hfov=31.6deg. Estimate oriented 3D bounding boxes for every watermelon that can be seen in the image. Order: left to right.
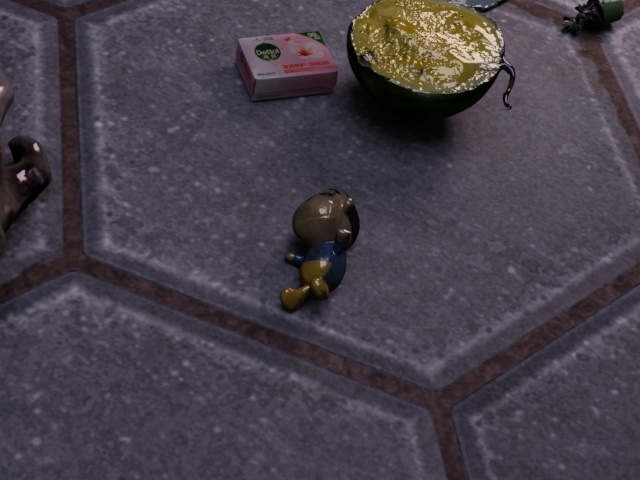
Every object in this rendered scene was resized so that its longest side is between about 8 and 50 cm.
[{"bbox_3d":[0.147,-0.239,1.558,0.232,0.127,0.204,12,49,0],"label":"watermelon"}]

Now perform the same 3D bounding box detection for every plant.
[{"bbox_3d":[0.421,-0.354,1.764,0.102,0.051,0.051,-17,56,-17],"label":"plant"}]

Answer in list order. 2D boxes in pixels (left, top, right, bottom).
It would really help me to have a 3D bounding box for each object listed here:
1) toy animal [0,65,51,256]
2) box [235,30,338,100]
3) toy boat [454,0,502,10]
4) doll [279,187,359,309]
[{"bbox_3d":[-0.491,-0.069,1.243,0.344,0.194,0.303,1,45,-4],"label":"toy animal"},{"bbox_3d":[-0.048,-0.244,1.577,0.125,0.043,0.089,-10,53,-20],"label":"box"},{"bbox_3d":[0.277,-0.467,1.817,0.206,0.096,0.282,20,57,-14],"label":"toy boat"},{"bbox_3d":[0.000,0.000,1.362,0.089,0.102,0.179,50,39,-26],"label":"doll"}]
